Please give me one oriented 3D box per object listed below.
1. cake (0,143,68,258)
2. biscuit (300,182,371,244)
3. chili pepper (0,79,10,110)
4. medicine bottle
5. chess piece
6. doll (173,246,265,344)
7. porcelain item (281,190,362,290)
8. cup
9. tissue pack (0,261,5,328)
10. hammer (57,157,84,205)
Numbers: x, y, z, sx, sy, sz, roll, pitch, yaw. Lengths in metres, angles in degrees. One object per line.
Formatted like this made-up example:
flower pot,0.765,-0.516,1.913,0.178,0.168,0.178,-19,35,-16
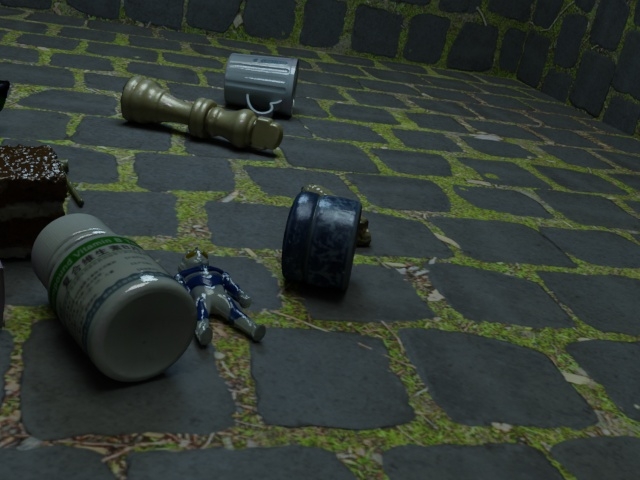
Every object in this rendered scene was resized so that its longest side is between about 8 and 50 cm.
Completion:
cake,-0.453,-0.055,1.130,0.135,0.147,0.134,-2,29,-30
biscuit,0.030,-0.056,1.487,0.055,0.061,0.219,-42,37,-5
chili pepper,-0.804,-0.285,1.607,0.265,0.116,0.148,7,34,-7
medicine bottle,-0.266,0.061,0.959,0.139,0.139,0.237,-7,29,-37
chess piece,-0.282,-0.298,1.858,0.397,0.117,0.117,16,23,10
doll,-0.165,0.070,1.093,0.114,0.057,0.227,-6,29,-26
porcelain item,0.000,0.000,1.214,0.114,0.147,0.147,10,22,3
cup,-0.171,-0.447,2.197,0.202,0.166,0.221,8,20,1
tissue pack,-0.526,0.048,0.929,0.246,0.092,0.148,-4,25,-31
hammer,-0.478,-0.108,1.419,0.060,0.028,0.195,-9,30,-29
